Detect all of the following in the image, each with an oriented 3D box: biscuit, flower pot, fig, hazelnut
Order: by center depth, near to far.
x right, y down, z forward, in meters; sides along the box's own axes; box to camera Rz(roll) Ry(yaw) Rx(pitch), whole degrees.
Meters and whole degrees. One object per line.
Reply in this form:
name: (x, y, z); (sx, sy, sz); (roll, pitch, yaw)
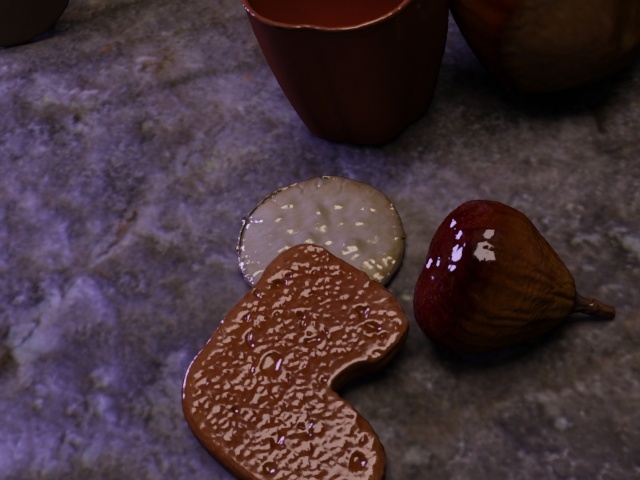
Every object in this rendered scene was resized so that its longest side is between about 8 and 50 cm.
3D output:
biscuit: (-0.003, 0.108, 0.949); (0.186, 0.036, 0.192); (27, 68, 28)
fig: (0.145, 0.025, 0.959); (0.153, 0.119, 0.119); (-8, 44, -31)
biscuit: (0.000, 0.000, 1.055); (0.152, 0.020, 0.152); (-5, 51, 7)
flower pot: (0.026, -0.188, 1.104); (0.190, 0.173, 0.191); (-5, 51, 6)
hazelnut: (0.196, -0.223, 1.104); (0.210, 0.210, 0.186); (0, 82, 11)

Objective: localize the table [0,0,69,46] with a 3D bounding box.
table: (-0.345, -0.338, 1.326); (0.167, 0.167, 0.227); (-11, 41, 2)
